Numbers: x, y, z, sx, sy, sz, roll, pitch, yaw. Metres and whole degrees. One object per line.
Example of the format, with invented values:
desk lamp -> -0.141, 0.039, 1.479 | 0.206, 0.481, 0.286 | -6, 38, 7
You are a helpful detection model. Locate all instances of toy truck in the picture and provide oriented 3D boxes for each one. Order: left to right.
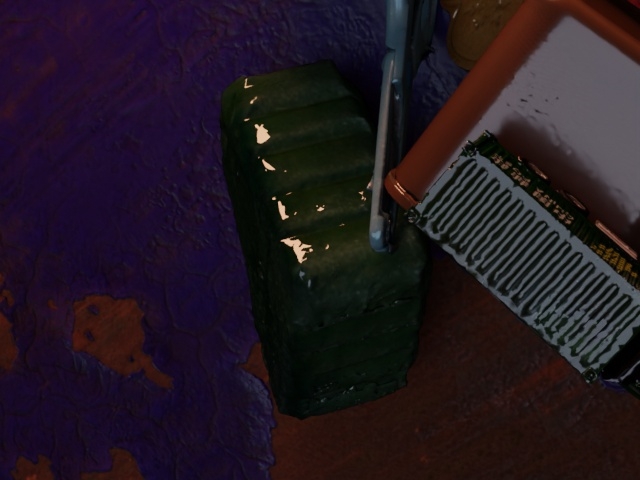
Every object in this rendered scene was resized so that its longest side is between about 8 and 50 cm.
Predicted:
toy truck -> 0.199, 0.028, 0.956 | 0.259, 0.121, 0.088 | 42, 110, 6

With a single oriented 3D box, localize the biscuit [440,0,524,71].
biscuit -> 0.173, -0.247, 1.289 | 0.118, 0.023, 0.140 | 23, 94, 39

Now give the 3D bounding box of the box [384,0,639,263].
box -> 0.253, -0.096, 1.156 | 0.239, 0.339, 0.229 | 38, 112, 8

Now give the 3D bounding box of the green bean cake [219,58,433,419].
green bean cake -> 0.000, 0.000, 1.337 | 0.169, 0.300, 0.308 | -14, 59, -13

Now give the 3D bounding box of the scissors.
scissors -> 0.078, -0.167, 1.210 | 0.032, 0.180, 0.393 | 0, 67, 18
